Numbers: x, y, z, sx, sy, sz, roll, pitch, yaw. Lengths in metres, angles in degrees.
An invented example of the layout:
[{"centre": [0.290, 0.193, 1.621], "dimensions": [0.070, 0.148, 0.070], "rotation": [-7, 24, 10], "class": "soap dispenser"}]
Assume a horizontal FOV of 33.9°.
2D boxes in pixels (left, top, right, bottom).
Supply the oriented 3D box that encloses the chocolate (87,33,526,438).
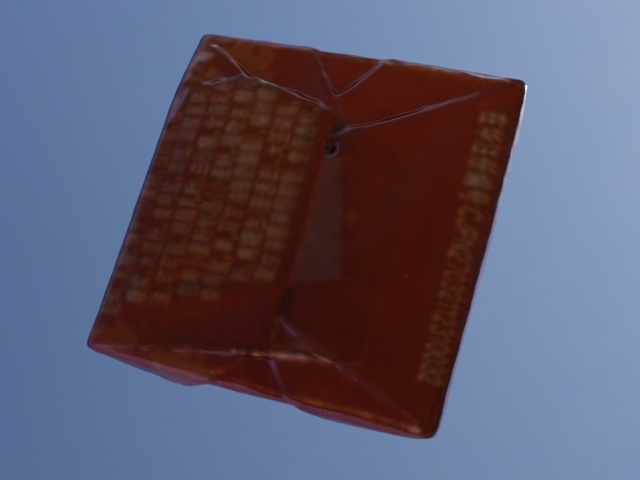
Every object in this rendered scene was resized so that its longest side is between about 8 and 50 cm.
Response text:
[{"centre": [0.000, 0.000, 0.692], "dimensions": [0.234, 0.108, 0.238], "rotation": [10, -109, 19], "class": "chocolate"}]
